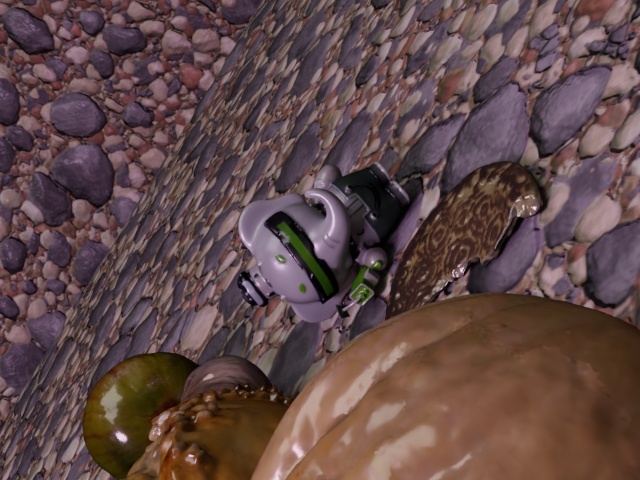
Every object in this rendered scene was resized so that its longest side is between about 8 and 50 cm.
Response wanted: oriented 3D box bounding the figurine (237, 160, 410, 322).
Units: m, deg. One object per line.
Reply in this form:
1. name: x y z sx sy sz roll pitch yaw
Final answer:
1. figurine: 0.000 0.000 1.023 0.192 0.147 0.126 -39 1 -2

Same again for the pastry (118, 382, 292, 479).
1. pastry: -0.123 0.243 0.809 0.311 0.162 0.255 -52 -9 5

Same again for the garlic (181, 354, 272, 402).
1. garlic: -0.094 0.187 0.998 0.159 0.102 0.147 -111 41 -80

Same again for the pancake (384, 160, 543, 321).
1. pancake: 0.119 0.011 0.874 0.190 0.020 0.184 -32 31 52

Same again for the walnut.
1. walnut: 0.073 0.147 0.479 0.261 0.225 0.225 -49 21 5

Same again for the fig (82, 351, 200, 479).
1. fig: -0.216 0.214 1.188 0.259 0.151 0.151 -29 34 60
